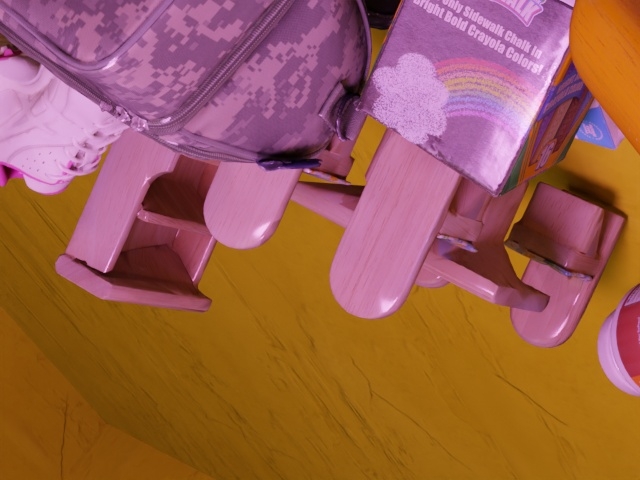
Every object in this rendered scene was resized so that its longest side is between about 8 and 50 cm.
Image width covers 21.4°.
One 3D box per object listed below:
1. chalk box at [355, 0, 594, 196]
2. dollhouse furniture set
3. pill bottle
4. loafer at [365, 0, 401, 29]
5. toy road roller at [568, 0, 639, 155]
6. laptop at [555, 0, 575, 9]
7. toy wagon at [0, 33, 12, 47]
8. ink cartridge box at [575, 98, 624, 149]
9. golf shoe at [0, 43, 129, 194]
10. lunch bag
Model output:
[{"bbox_3d":[0.142,-0.164,1.215,0.132,0.132,0.213,34,118,17],"label":"chalk box"},{"bbox_3d":[0.000,0.000,1.495,0.394,0.257,0.362,28,-173,28],"label":"dollhouse furniture set"},{"bbox_3d":[0.334,0.083,1.510,0.121,0.121,0.216,39,160,-6],"label":"pill bottle"},{"bbox_3d":[0.004,-0.243,1.439,0.170,0.062,0.061,35,157,3],"label":"loafer"},{"bbox_3d":[0.255,-0.071,0.947,0.202,0.240,0.330,59,157,31],"label":"toy road roller"},{"bbox_3d":[0.057,-0.294,0.942,0.382,0.236,0.408,31,136,18],"label":"laptop"},{"bbox_3d":[-0.266,-0.263,1.554,0.267,0.068,0.344,3,138,-2],"label":"toy wagon"},{"bbox_3d":[0.167,-0.147,1.372,0.180,0.060,0.104,21,155,38],"label":"ink cartridge box"},{"bbox_3d":[-0.208,-0.112,1.487,0.306,0.115,0.140,3,104,51],"label":"golf shoe"},{"bbox_3d":[-0.119,-0.196,1.238,0.305,0.213,0.256,37,180,32],"label":"lunch bag"}]
